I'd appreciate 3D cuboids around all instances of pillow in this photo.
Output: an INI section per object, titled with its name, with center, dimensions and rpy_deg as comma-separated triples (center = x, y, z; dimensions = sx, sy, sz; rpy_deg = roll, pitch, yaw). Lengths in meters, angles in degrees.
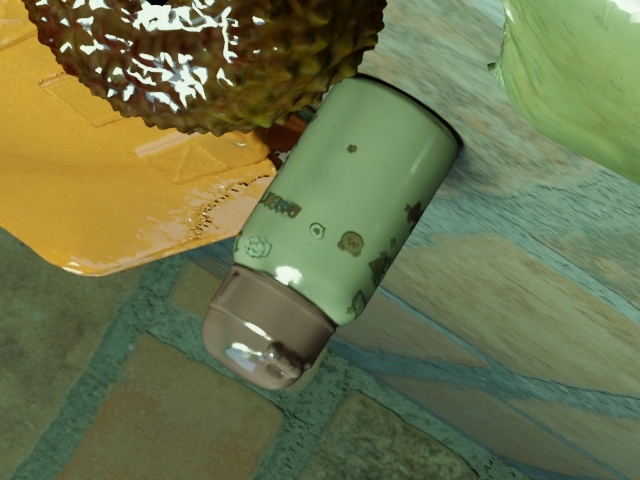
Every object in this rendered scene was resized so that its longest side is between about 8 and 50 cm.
[pillow]
center = 0.161, -0.081, 0.836
dimensions = 0.185, 0.075, 0.302
rpy_deg = 30, 174, 9

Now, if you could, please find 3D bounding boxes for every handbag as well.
[handbag]
center = -0.226, -0.134, 1.420
dimensions = 0.304, 0.116, 0.410
rpy_deg = -15, 141, 36

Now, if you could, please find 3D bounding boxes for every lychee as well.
[lychee]
center = -0.060, -0.144, 0.868
dimensions = 0.200, 0.200, 0.238
rpy_deg = 32, -167, 0

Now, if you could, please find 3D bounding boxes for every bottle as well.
[bottle]
center = 0.000, 0.000, 1.303
dimensions = 0.110, 0.233, 0.110
rpy_deg = 31, 172, 5
